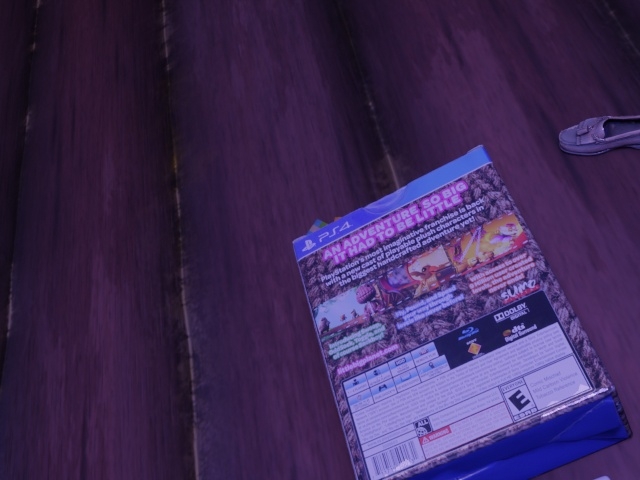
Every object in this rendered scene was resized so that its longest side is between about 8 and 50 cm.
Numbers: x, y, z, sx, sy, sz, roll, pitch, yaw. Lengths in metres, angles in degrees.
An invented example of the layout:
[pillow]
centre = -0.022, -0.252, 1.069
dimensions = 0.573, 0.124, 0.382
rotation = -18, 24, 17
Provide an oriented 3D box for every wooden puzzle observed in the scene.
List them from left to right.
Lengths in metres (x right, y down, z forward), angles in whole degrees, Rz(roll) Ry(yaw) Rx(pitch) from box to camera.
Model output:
[wooden puzzle]
centre = 0.000, 0.000, 0.955
dimensions = 0.049, 0.006, 0.083
rotation = 28, 77, 39

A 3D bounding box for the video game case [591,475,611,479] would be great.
[video game case]
centre = 0.203, 0.330, 0.622
dimensions = 0.183, 0.023, 0.201
rotation = -26, 51, 14

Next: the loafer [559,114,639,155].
[loafer]
centre = 0.332, -0.126, 0.822
dimensions = 0.125, 0.039, 0.045
rotation = 0, 62, 30

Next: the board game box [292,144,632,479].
[board game box]
centre = 0.130, 0.092, 0.734
dimensions = 0.232, 0.141, 0.291
rotation = -27, 51, 13
